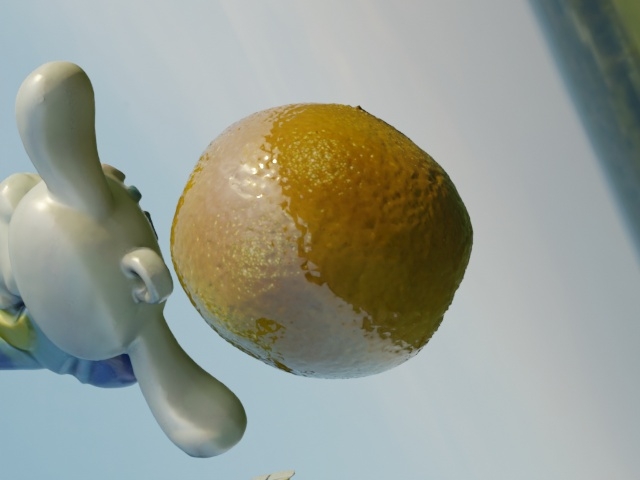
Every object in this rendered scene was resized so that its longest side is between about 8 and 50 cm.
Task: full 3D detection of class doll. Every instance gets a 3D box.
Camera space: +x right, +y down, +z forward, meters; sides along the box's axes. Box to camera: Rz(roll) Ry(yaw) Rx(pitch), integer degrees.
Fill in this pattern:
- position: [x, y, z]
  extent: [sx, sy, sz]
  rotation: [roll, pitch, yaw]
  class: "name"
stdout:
- position: [-0.247, 0.024, 1.467]
  extent: [0.187, 0.366, 0.376]
  rotation: [-13, -83, -39]
  class: "doll"

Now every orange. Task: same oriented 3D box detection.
- position: [0.000, 0.000, 1.179]
  extent: [0.236, 0.236, 0.236]
  rotation: [-24, -90, -79]
  class: "orange"

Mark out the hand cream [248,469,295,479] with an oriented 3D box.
- position: [-0.118, 0.357, 1.659]
  extent: [0.059, 0.095, 0.276]
  rotation: [50, -131, -18]
  class: "hand cream"
